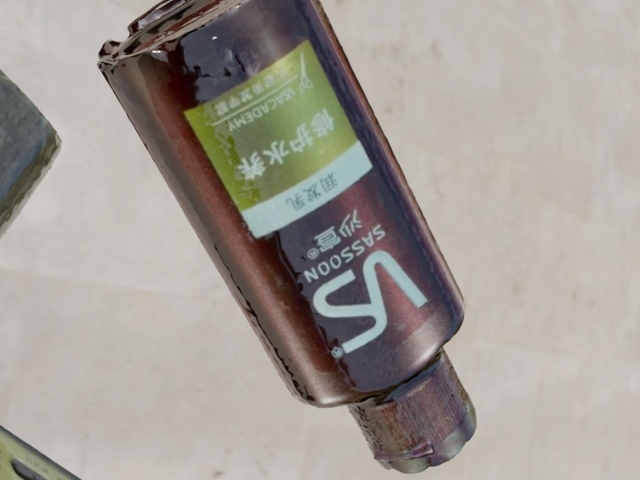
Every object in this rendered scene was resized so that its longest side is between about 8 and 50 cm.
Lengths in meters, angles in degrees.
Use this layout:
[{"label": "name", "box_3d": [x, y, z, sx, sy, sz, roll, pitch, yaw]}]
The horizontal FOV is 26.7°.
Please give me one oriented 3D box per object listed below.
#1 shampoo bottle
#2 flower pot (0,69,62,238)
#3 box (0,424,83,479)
[{"label": "shampoo bottle", "box_3d": [0.000, 0.000, 0.794, 0.129, 0.084, 0.323, -31, 117, -8]}, {"label": "flower pot", "box_3d": [-0.461, -0.060, 1.440, 0.330, 0.293, 0.293, -46, 136, -9]}, {"label": "box", "box_3d": [-0.197, 0.123, 0.485, 0.270, 0.211, 0.045, 47, 15, -47]}]
